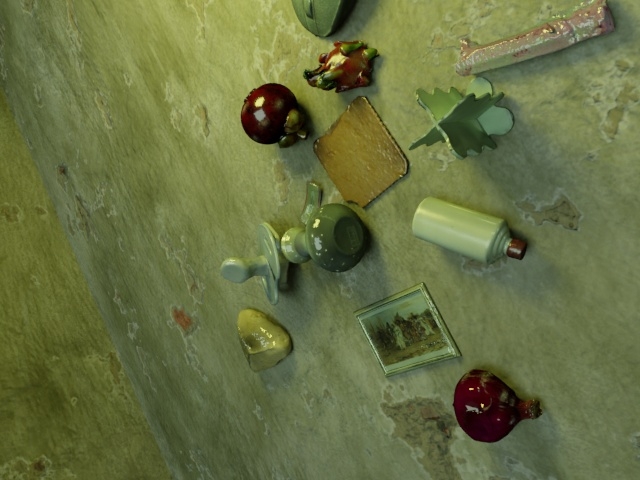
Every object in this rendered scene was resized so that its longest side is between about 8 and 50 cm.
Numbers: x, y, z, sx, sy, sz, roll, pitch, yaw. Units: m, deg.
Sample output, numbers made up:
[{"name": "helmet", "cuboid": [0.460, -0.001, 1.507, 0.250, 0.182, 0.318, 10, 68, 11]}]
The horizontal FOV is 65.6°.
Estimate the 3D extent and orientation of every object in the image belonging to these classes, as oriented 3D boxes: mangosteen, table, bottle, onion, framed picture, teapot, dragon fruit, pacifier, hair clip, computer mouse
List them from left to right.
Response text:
[{"name": "pacifier", "cuboid": [-0.205, 0.074, 1.521, 0.227, 0.207, 0.279, 57, 151, 38]}, {"name": "mangosteen", "cuboid": [-0.121, -0.331, 1.357, 0.199, 0.199, 0.200, 15, 114, 37]}, {"name": "hair clip", "cuboid": [-0.028, -0.106, 1.438, 0.054, 0.022, 0.137, 30, 125, 30]}, {"name": "teapot", "cuboid": [0.000, 0.000, 1.364, 0.250, 0.183, 0.184, -10, 98, 55]}, {"name": "computer mouse", "cuboid": [0.011, -0.666, 1.152, 0.203, 0.114, 0.374, 34, 125, 27]}, {"name": "dragon fruit", "cuboid": [0.047, -0.414, 1.222, 0.138, 0.175, 0.142, 58, 164, 23]}, {"name": "framed picture", "cuboid": [0.222, 0.251, 1.347, 0.274, 0.017, 0.217, -34, 81, 43]}, {"name": "table", "cuboid": [0.276, -0.242, 1.006, 0.166, 0.198, 0.167, 15, 114, 37]}, {"name": "bottle", "cuboid": [0.332, -0.016, 1.102, 0.245, 0.104, 0.104, 23, 118, 34]}, {"name": "onion", "cuboid": [0.403, 0.395, 1.158, 0.198, 0.135, 0.173, -7, 103, 40]}]

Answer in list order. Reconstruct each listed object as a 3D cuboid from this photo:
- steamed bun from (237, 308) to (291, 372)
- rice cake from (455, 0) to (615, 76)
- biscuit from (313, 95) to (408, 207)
[{"name": "steamed bun", "cuboid": [-0.204, 0.347, 1.691, 0.212, 0.110, 0.231, -14, 97, 42]}, {"name": "rice cake", "cuboid": [0.397, -0.387, 0.953, 0.290, 0.051, 0.081, -3, 103, 41]}, {"name": "biscuit", "cuboid": [0.098, -0.219, 1.297, 0.232, 0.013, 0.237, -39, 77, 41]}]
